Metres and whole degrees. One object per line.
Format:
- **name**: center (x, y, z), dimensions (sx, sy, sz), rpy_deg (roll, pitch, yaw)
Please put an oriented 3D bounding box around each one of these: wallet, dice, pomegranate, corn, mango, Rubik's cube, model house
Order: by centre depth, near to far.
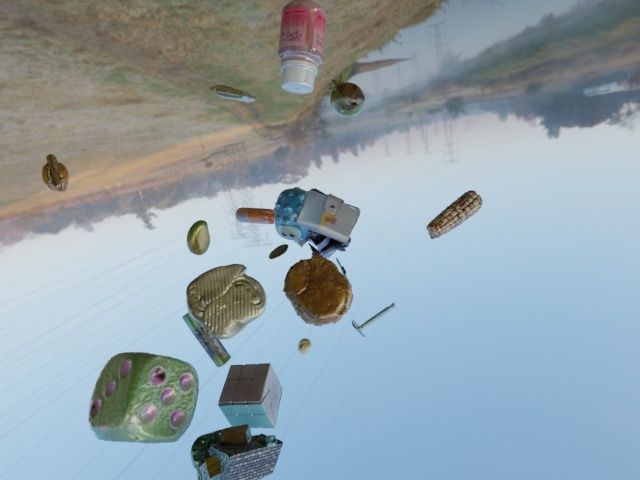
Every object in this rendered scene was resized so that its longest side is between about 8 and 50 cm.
- **corn**: center (0.427, -0.083, 1.322), dimensions (0.237, 0.080, 0.079), rpy_deg (-32, -159, -21)
- **model house**: center (-0.303, 0.771, 1.519), dimensions (0.261, 0.226, 0.241), rpy_deg (7, 137, -42)
- **wallet**: center (0.031, -0.099, 1.634), dimensions (0.230, 0.170, 0.069), rpy_deg (23, -175, 1)
- **dice**: center (-0.721, 0.650, 1.692), dimensions (0.322, 0.331, 0.318), rpy_deg (-14, 147, 35)
- **pomegranate**: center (0.116, -0.660, 1.853), dimensions (0.156, 0.220, 0.156), rpy_deg (-10, 161, -4)
- **Rubik's cube**: center (-0.332, 0.749, 1.987), dimensions (0.224, 0.231, 0.221), rpy_deg (-6, -142, 12)
- **mango**: center (-0.645, -0.015, 2.192), dimensions (0.130, 0.195, 0.092), rpy_deg (9, -164, -38)

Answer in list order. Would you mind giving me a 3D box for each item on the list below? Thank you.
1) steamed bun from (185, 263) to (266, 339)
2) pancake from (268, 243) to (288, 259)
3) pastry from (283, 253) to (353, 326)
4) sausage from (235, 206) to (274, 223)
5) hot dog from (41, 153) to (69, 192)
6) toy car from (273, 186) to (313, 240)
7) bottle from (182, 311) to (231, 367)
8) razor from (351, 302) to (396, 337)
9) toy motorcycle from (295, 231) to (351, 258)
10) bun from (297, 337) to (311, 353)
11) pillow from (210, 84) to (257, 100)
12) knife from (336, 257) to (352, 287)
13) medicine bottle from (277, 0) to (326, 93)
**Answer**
- **steamed bun**: center (-0.428, 0.273, 1.877), dimensions (0.324, 0.310, 0.219), rpy_deg (-35, 173, -17)
- **pancake**: center (-0.193, 0.050, 1.901), dimensions (0.114, 0.011, 0.115), rpy_deg (-26, -154, 14)
- **pastry**: center (-0.007, 0.215, 1.700), dimensions (0.255, 0.162, 0.311), rpy_deg (-29, -120, -8)
- **sausage**: center (-0.344, -0.139, 2.343), dimensions (0.312, 0.093, 0.093), rpy_deg (5, -159, 37)
- **hot dog**: center (-1.007, -0.254, 1.569), dimensions (0.089, 0.141, 0.060), rpy_deg (1, 166, -43)
- **toy car**: center (-0.131, -0.123, 1.929), dimensions (0.188, 0.256, 0.190), rpy_deg (10, -171, 15)
- **bottle**: center (-0.601, 0.512, 2.177), dimensions (0.093, 0.330, 0.093), rpy_deg (-33, -174, 4)
- **razor**: center (0.276, 0.384, 2.051), dimensions (0.232, 0.106, 0.068), rpy_deg (-36, -137, 7)
- **toy motorcycle**: center (0.000, 0.000, 2.118), dimensions (0.212, 0.125, 0.358), rpy_deg (-42, -141, -11)
- **bun**: center (-0.092, 0.567, 2.218), dimensions (0.054, 0.086, 0.086), rpy_deg (29, 168, -34)
- **pillow**: center (-0.288, -0.495, 1.394), dimensions (0.113, 0.038, 0.203), rpy_deg (12, -164, -1)
- **knife**: center (0.133, 0.178, 2.261), dimensions (0.021, 0.046, 0.222), rpy_deg (-23, -131, -3)
- **medicine bottle**: center (-0.060, -0.594, 1.277), dimensions (0.146, 0.247, 0.147), rpy_deg (6, -177, 0)
